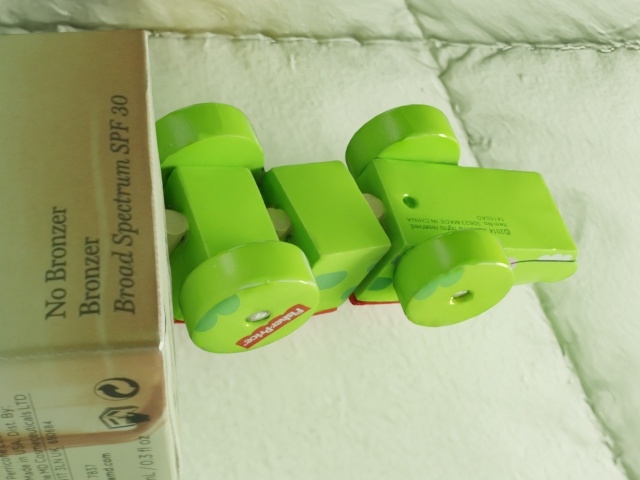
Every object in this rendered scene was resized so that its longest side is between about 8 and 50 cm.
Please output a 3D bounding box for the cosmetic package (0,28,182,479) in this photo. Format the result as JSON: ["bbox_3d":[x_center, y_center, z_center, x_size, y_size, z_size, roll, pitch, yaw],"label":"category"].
[{"bbox_3d":[-0.204,0.021,0.422,0.296,0.129,0.153,-5,55,-7],"label":"cosmetic package"}]

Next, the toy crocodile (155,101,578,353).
[{"bbox_3d":[0.000,0.000,0.624,0.340,0.105,0.115,-3,56,-33],"label":"toy crocodile"}]
